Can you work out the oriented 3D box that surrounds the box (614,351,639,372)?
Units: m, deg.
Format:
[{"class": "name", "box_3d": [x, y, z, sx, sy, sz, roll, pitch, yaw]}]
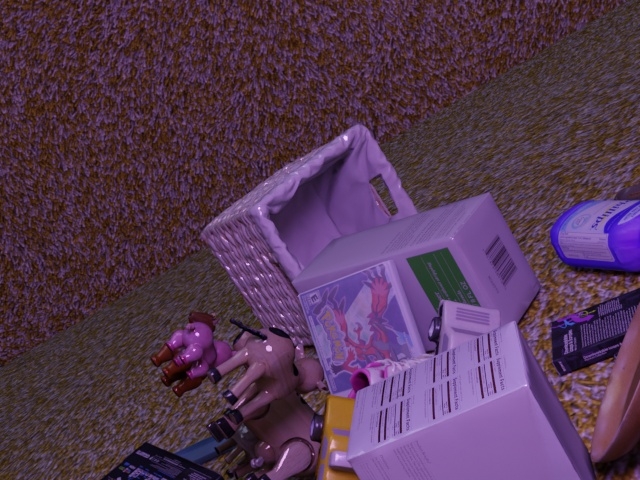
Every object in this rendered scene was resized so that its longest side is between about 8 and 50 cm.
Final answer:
[{"class": "box", "box_3d": [0.441, 0.128, 1.132, 0.137, 0.027, 0.094, -32, 15, -2]}]

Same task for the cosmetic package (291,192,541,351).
[{"class": "cosmetic package", "box_3d": [0.155, 0.074, 1.564, 0.365, 0.197, 0.155, -19, 19, 44]}]

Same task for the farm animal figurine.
[{"class": "farm animal figurine", "box_3d": [-0.079, 0.213, 1.314, 0.172, 0.327, 0.330, -36, 17, -22]}]

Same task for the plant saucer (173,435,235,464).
[{"class": "plant saucer", "box_3d": [-0.212, 0.377, 1.648, 0.192, 0.018, 0.067, -27, 15, 15]}]

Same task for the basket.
[{"class": "basket", "box_3d": [0.000, 0.000, 1.865, 0.331, 0.328, 0.266, -41, 15, -31]}]

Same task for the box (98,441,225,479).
[{"class": "box", "box_3d": [-0.313, 0.455, 1.450, 0.293, 0.073, 0.295, -40, 21, -28]}]

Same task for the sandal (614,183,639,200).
[{"class": "sandal", "box_3d": [0.588, -0.106, 1.552, 0.219, 0.060, 0.090, -17, 20, 44]}]

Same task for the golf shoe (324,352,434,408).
[{"class": "golf shoe", "box_3d": [0.126, 0.207, 1.292, 0.306, 0.140, 0.115, -40, 15, -36]}]

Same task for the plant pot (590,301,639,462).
[{"class": "plant pot", "box_3d": [0.352, 0.137, 1.014, 0.032, 0.236, 0.236, 20, 34, 13]}]

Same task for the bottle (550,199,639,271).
[{"class": "bottle", "box_3d": [0.471, -0.007, 1.391, 0.118, 0.092, 0.283, -35, 15, -18]}]

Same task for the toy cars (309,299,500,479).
[{"class": "toy cars", "box_3d": [0.116, 0.218, 1.167, 0.393, 0.176, 0.087, -37, -12, -21]}]

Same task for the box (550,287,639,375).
[{"class": "box", "box_3d": [0.393, 0.119, 1.262, 0.162, 0.029, 0.116, -24, 15, 22]}]

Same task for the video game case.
[{"class": "video game case", "box_3d": [0.069, 0.153, 1.477, 0.183, 0.201, 0.023, -22, -8, 31]}]

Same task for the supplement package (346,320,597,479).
[{"class": "supplement package", "box_3d": [0.167, 0.232, 1.003, 0.203, 0.194, 0.149, -26, 16, 16]}]
